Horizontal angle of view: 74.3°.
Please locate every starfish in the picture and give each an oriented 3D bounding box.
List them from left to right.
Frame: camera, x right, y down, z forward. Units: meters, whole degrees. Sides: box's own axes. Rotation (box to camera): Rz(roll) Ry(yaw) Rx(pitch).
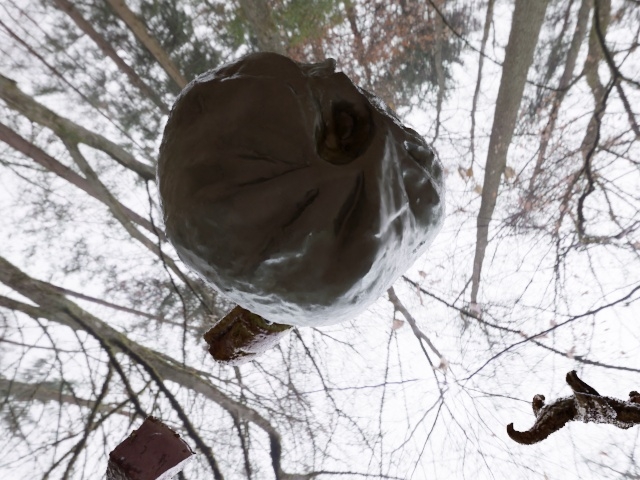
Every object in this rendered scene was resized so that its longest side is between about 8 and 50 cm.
[{"bbox_3d":[0.536,0.343,0.862,0.312,0.303,0.112,-18,-122,19],"label":"starfish"}]

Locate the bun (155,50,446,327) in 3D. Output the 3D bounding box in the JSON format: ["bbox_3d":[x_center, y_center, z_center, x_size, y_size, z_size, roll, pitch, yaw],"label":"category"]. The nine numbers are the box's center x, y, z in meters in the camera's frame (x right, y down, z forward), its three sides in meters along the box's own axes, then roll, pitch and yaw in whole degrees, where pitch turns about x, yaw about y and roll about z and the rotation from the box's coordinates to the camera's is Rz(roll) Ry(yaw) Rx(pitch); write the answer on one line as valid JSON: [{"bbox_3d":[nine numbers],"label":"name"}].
[{"bbox_3d":[-0.019,-0.085,0.486,0.355,0.194,0.354,9,-124,-14],"label":"bun"}]

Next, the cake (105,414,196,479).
[{"bbox_3d":[-0.333,0.430,0.774,0.113,0.116,0.295,44,-54,16],"label":"cake"}]

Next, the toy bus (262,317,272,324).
[{"bbox_3d":[0.000,0.000,0.763,0.143,0.306,0.179,53,-53,8],"label":"toy bus"}]

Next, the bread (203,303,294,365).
[{"bbox_3d":[-0.151,0.194,0.900,0.172,0.132,0.103,-41,-124,31],"label":"bread"}]
